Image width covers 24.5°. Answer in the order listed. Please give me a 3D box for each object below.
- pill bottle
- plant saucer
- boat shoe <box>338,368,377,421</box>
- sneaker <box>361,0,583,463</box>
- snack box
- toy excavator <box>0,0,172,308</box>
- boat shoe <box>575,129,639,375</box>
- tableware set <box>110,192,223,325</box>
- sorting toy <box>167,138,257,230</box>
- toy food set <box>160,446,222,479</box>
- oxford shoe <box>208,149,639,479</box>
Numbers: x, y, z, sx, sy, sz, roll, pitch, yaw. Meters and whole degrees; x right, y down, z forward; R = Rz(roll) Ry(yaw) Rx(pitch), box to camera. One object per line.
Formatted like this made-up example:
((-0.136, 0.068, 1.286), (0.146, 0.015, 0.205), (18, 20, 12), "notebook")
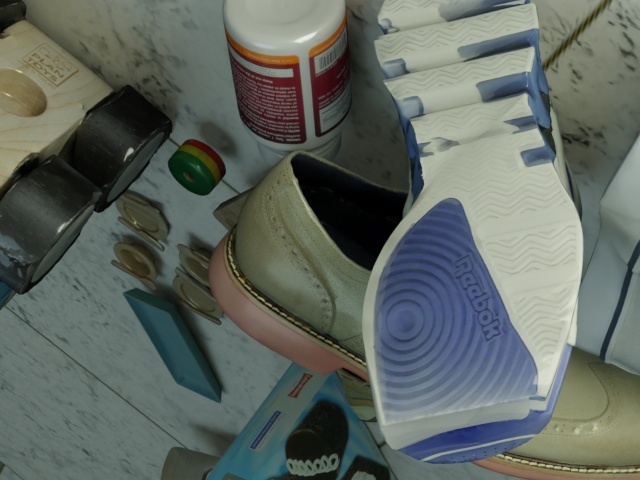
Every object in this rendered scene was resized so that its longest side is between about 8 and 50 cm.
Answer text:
((-0.021, -0.120, 1.057), (0.086, 0.086, 0.152), (26, 149, 21), "pill bottle")
((-0.159, 0.116, 1.624), (0.067, 0.018, 0.192), (21, 152, 29), "plant saucer")
((0.069, 0.125, 1.347), (0.072, 0.068, 0.190), (56, 149, -9), "boat shoe")
((0.112, -0.003, 0.912), (0.127, 0.316, 0.182), (-8, 148, 18), "sneaker")
((0.003, 0.298, 1.545), (0.060, 0.187, 0.322), (12, 143, 39), "snack box")
((-0.330, -0.024, 1.373), (0.222, 0.433, 0.445), (38, 124, -2), "toy excavator")
((0.251, 0.006, 0.883), (0.156, 0.136, 0.367), (29, 154, 15), "boat shoe")
((-0.154, 0.021, 1.490), (0.141, 0.020, 0.169), (32, 151, 10), "tableware set")
((0.000, 0.000, 1.253), (0.274, 0.046, 0.132), (45, 151, -13), "sorting toy")
((-0.036, 0.365, 1.814), (0.219, 0.092, 0.306), (6, 147, 43), "toy food set")
((0.116, 0.062, 1.091), (0.397, 0.140, 0.146), (22, 135, -8), "oxford shoe")
